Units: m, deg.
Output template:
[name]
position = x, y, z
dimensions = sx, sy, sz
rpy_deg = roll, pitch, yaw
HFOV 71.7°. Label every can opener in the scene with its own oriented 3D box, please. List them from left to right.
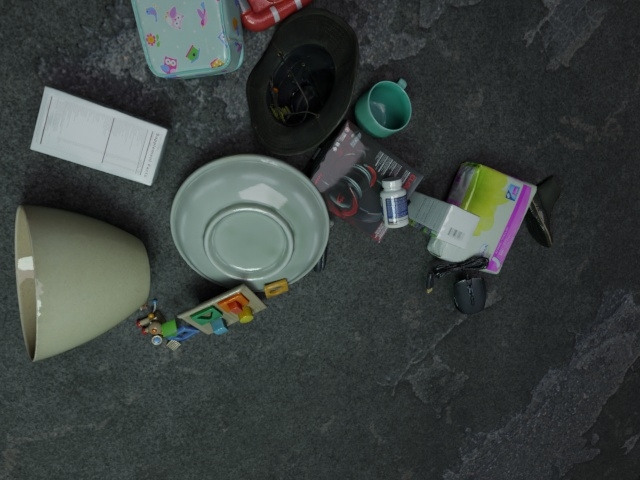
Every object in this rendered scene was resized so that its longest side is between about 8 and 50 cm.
[can opener]
position = 0.000, 0.000, 1.236
dimensions = 0.059, 0.073, 0.186
rpy_deg = -27, 121, -48

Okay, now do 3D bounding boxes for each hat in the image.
[hat]
position = -0.019, -0.353, 1.048
dimensions = 0.134, 0.331, 0.331
rpy_deg = 2, 109, -54

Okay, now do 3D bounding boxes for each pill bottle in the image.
[pill bottle]
position = 0.186, -0.097, 1.122
dimensions = 0.067, 0.067, 0.120
rpy_deg = -13, 110, -11

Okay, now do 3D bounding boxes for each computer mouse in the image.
[computer mouse]
position = 0.416, 0.162, 1.342
dimensions = 0.184, 0.060, 0.262
rpy_deg = -9, 135, 6

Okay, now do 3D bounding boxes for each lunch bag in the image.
[lunch bag]
position = -0.291, -0.498, 0.951
dimensions = 0.224, 0.108, 0.279
rpy_deg = -3, 106, 16

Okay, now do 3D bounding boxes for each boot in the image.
[boot]
position = 0.714, -0.088, 1.385
dimensions = 0.137, 0.077, 0.197
rpy_deg = -36, 113, -8

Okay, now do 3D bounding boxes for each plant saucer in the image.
[plant saucer]
position = -0.173, -0.010, 1.095
dimensions = 0.401, 0.100, 0.400
rpy_deg = -2, 122, -3

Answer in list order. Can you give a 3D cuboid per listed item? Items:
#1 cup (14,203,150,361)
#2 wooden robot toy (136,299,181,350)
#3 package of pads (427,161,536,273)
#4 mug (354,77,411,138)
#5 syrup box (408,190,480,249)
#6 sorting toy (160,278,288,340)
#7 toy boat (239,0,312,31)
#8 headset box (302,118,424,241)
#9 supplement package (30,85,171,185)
[cup]
position = -0.530, 0.083, 1.001
dimensions = 0.237, 0.331, 0.330
rpy_deg = -4, 108, -39
[wooden robot toy]
position = -0.438, 0.234, 1.169
dimensions = 0.076, 0.079, 0.173
rpy_deg = -29, 111, -5
[package of pads]
position = 0.470, -0.064, 1.309
dimensions = 0.229, 0.101, 0.296
rpy_deg = 16, 101, -19
[mug]
position = 0.163, -0.334, 1.144
dimensions = 0.158, 0.097, 0.129
rpy_deg = -24, 95, -26
[syrup box]
position = 0.311, -0.062, 1.194
dimensions = 0.093, 0.237, 0.096
rpy_deg = 21, 98, -19
[sorting toy]
position = -0.239, 0.190, 1.135
dimensions = 0.348, 0.047, 0.196
rpy_deg = -25, 154, 1
[toy boat]
position = -0.099, -0.577, 0.981
dimensions = 0.231, 0.151, 0.151
rpy_deg = -32, 112, -4
[headset box]
position = 0.113, -0.151, 1.184
dimensions = 0.293, 0.110, 0.218
rpy_deg = 32, 96, -21
[supplement package]
position = -0.477, -0.230, 0.992
dimensions = 0.244, 0.134, 0.139
rpy_deg = 18, 100, -18
